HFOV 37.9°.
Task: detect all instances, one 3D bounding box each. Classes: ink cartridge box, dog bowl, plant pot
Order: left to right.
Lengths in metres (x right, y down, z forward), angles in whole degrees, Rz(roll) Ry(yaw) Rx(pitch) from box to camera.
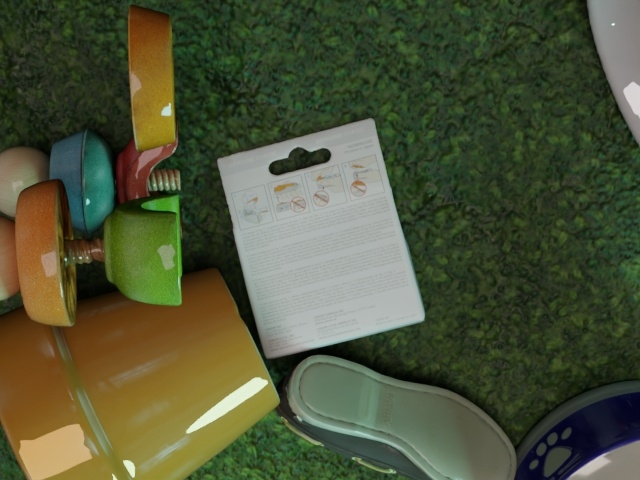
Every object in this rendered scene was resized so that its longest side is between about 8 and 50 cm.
[{"bbox_3d":[-0.143,0.119,0.769,0.187,0.205,0.205,-25,103,-7],"label":"plant pot"},{"bbox_3d":[0.000,0.000,0.812,0.145,0.045,0.179,-14,86,6],"label":"ink cartridge box"},{"bbox_3d":[0.297,0.264,0.831,0.264,0.104,0.265,0,105,1],"label":"dog bowl"}]

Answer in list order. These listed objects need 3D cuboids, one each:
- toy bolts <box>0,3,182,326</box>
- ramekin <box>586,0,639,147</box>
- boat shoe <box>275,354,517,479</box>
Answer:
[{"bbox_3d":[-0.186,-0.059,0.696,0.158,0.228,0.218,-2,100,-8],"label":"toy bolts"},{"bbox_3d":[0.314,-0.126,0.645,0.135,0.277,0.277,-28,103,0],"label":"ramekin"},{"bbox_3d":[0.067,0.167,0.832,0.227,0.068,0.081,26,61,-13],"label":"boat shoe"}]
